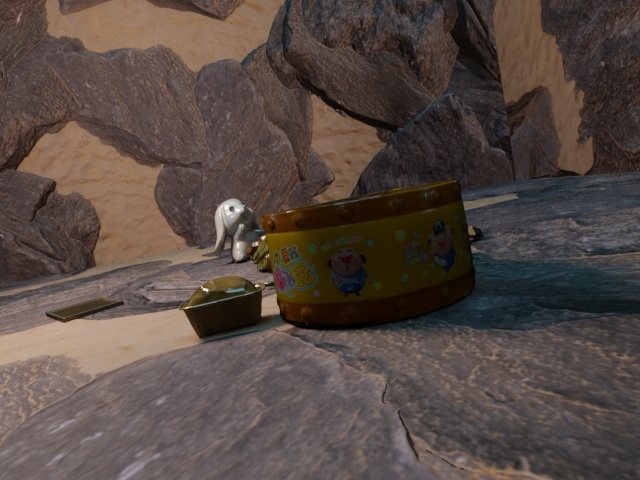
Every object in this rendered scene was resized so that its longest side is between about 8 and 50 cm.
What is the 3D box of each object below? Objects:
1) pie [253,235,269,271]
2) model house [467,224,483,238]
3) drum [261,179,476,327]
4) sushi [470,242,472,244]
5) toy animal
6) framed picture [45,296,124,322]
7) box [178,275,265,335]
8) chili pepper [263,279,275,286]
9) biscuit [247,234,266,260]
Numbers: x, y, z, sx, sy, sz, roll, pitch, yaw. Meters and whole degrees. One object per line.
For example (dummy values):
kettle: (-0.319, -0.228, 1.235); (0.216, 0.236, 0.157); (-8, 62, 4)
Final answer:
pie: (-0.159, 0.015, 1.562); (0.248, 0.090, 0.201); (-44, 10, 50)
model house: (0.445, -0.018, 1.355); (0.058, 0.057, 0.083); (29, 12, 39)
drum: (0.099, 0.012, 0.938); (0.430, 0.214, 0.431); (-11, 5, 1)
sushi: (0.260, 0.017, 1.166); (0.210, 0.040, 0.192); (-12, -28, 40)
toy animal: (-0.354, -0.035, 2.005); (0.174, 0.290, 0.249); (-9, -14, 36)
framed picture: (-0.782, 0.224, 1.488); (0.184, 0.016, 0.249); (-17, 9, -42)
box: (-0.197, 0.127, 0.924); (0.177, 0.111, 0.111); (-12, 6, -8)
chili pepper: (-0.052, 0.099, 1.232); (0.208, 0.043, 0.049); (-15, 31, 14)
biscuit: (-0.193, 0.033, 1.760); (0.215, 0.034, 0.182); (-29, -28, 29)
